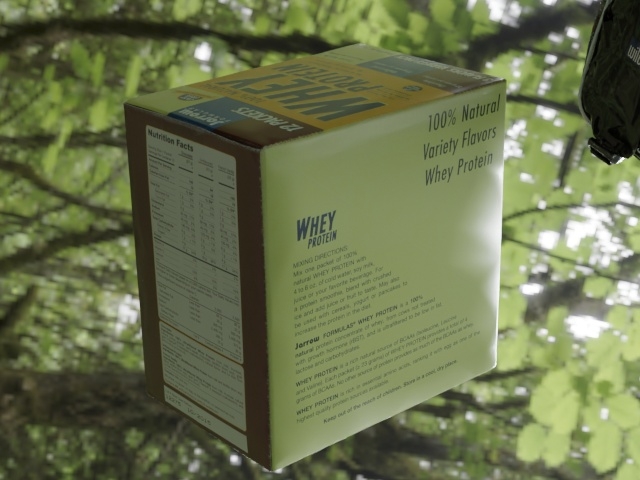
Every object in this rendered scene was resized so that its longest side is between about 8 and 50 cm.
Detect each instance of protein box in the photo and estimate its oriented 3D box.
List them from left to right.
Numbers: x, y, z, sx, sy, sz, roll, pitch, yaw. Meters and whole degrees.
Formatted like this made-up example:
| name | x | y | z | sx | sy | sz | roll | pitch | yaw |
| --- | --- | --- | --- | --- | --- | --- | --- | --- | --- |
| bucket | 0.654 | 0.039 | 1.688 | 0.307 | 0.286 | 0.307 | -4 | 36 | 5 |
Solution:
| name | x | y | z | sx | sy | sz | roll | pitch | yaw |
| --- | --- | --- | --- | --- | --- | --- | --- | --- | --- |
| protein box | 0.000 | 0.000 | 0.832 | 0.136 | 0.200 | 0.201 | 23 | -58 | 44 |

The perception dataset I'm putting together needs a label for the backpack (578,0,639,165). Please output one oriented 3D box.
| name | x | y | z | sx | sy | sz | roll | pitch | yaw |
| --- | --- | --- | --- | --- | --- | --- | --- | --- | --- |
| backpack | 0.311 | -0.157 | 0.896 | 0.225 | 0.191 | 0.253 | 45 | -35 | 38 |
